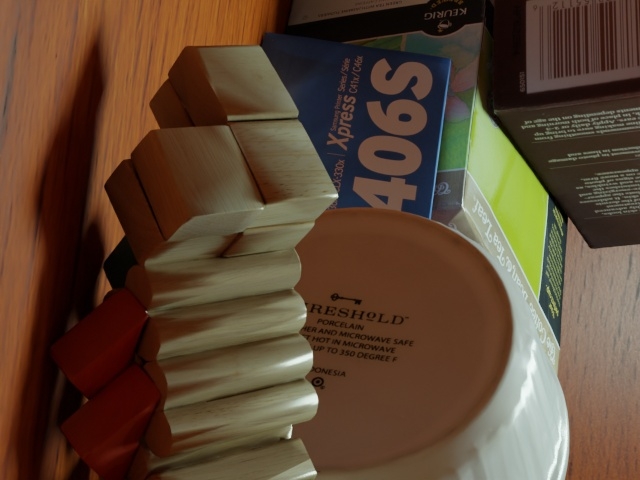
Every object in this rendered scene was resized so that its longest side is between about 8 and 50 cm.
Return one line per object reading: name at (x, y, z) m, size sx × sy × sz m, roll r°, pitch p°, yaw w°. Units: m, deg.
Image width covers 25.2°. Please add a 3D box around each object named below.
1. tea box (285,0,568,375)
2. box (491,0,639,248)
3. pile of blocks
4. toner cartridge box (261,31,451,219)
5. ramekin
tea box at (0.107, -0.061, 1.448) m, size 0.329 × 0.220 × 0.323 m, roll 57°, pitch 35°, yaw -48°
box at (0.316, -0.120, 1.425) m, size 0.381 × 0.191 × 0.143 m, roll 43°, pitch 46°, yaw -58°
pile of blocks at (-0.079, 0.096, 0.641) m, size 0.113 × 0.149 × 0.362 m, roll -7°, pitch 99°, yaw -43°
toner cartridge box at (0.005, -0.008, 1.147) m, size 0.075 × 0.165 × 0.348 m, roll 92°, pitch 6°, yaw -55°
ramekin at (0.020, 0.097, 0.907) m, size 0.127 × 0.273 × 0.273 m, roll 78°, pitch 17°, yaw -47°
